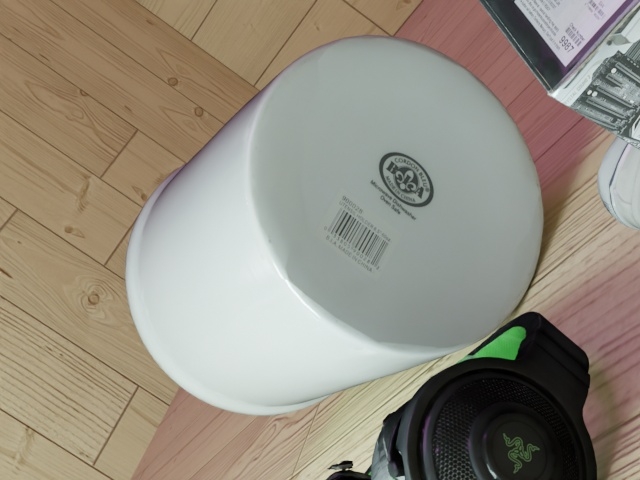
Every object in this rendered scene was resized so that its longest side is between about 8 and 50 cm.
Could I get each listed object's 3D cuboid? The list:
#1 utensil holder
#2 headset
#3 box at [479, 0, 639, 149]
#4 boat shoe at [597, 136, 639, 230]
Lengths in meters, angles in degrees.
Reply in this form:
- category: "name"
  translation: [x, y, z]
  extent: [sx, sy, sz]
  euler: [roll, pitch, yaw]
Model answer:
- category: "utensil holder"
  translation: [0.000, 0.000, 1.063]
  extent: [0.327, 0.327, 0.385]
  euler: [-60, 13, -26]
- category: "headset"
  translation: [0.045, 0.167, 0.661]
  extent: [0.243, 0.185, 0.394]
  euler: [-50, -1, 30]
- category: "box"
  translation: [0.176, -0.145, 0.597]
  extent: [0.076, 0.242, 0.307]
  euler: [-50, 36, 25]
- category: "boat shoe"
  translation: [0.295, -0.123, 0.716]
  extent: [0.267, 0.096, 0.088]
  euler: [-55, 13, 6]
